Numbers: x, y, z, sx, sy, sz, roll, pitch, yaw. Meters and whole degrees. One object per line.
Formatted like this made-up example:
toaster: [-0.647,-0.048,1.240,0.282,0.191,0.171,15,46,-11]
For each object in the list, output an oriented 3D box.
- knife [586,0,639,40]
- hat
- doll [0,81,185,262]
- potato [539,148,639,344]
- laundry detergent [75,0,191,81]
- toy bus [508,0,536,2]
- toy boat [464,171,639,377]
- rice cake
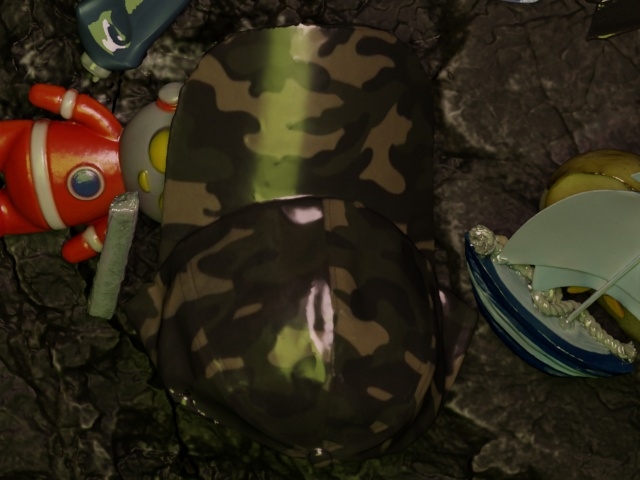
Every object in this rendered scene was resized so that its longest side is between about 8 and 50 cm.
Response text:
knife: [0.366,-0.258,1.630,0.230,0.028,0.060,-28,109,13]
hat: [0.000,0.000,1.585,0.366,0.257,0.382,-4,125,-14]
doll: [-0.200,-0.071,1.695,0.336,0.105,0.200,-4,111,9]
potato: [0.346,0.005,1.635,0.271,0.111,0.160,41,143,-2]
laundry detergent: [-0.185,-0.252,1.682,0.096,0.061,0.206,34,104,-9]
toy bus: [0.197,-0.318,1.610,0.073,0.076,0.167,10,102,5]
toy boat: [0.263,0.022,1.587,0.220,0.067,0.291,39,139,-1]
rice cake: [-0.215,0.017,1.693,0.033,0.033,0.208,11,142,-9]
